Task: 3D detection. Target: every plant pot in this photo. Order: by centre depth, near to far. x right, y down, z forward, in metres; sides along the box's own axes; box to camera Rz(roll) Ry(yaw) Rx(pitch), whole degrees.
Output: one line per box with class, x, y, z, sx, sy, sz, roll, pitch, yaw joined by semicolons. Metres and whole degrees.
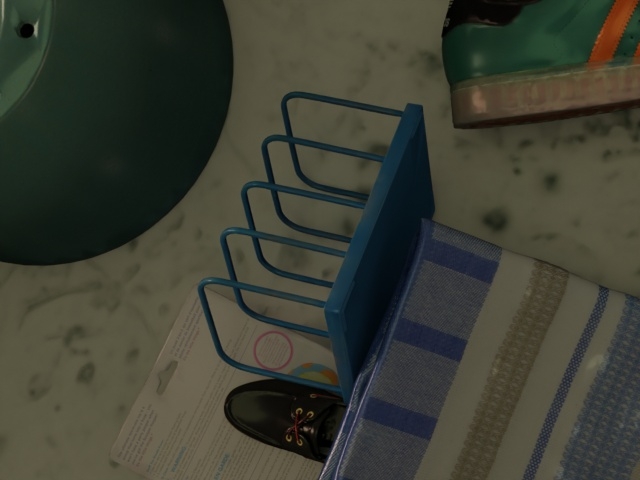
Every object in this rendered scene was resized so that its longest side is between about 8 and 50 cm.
plant pot;-0.230;-0.134;1.291;0.293;0.235;0.293;-1;86;12

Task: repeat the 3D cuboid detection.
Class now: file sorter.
file sorter;0.000;0.000;1.262;0.104;0.118;0.170;13;58;16

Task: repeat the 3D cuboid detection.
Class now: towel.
towel;0.158;0.128;1.240;0.285;0.034;0.209;22;89;-13

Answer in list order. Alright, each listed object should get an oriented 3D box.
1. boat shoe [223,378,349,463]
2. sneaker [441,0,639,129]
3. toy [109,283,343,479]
boat shoe;-0.003;0.123;1.270;0.133;0.042;0.049;14;90;8
sneaker;0.228;-0.154;1.265;0.302;0.108;0.121;-8;88;12
toy;-0.010;0.144;1.317;0.237;0.056;0.137;26;87;7
